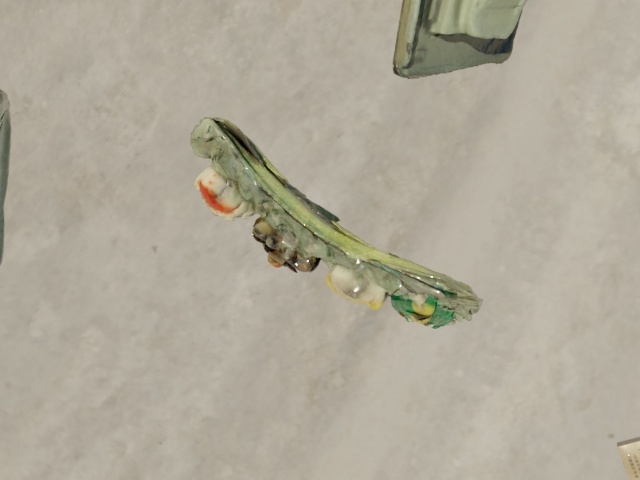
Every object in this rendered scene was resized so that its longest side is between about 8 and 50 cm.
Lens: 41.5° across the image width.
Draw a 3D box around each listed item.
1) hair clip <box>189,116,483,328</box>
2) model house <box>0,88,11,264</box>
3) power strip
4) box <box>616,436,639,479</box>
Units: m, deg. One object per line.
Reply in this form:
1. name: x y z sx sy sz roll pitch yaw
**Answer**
1. hair clip: 0.000 0.002 0.820 0.321 0.138 0.091 34 89 13
2. model house: -0.383 0.000 0.625 0.248 0.280 0.230 7 110 -13
3. power strip: 0.160 -0.250 0.767 0.198 0.064 0.213 -21 130 -42
4. box: 0.390 0.248 0.970 0.083 0.024 0.053 -20 84 16
